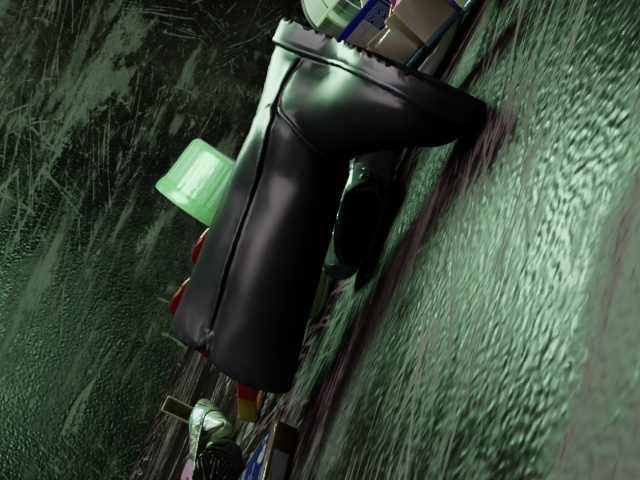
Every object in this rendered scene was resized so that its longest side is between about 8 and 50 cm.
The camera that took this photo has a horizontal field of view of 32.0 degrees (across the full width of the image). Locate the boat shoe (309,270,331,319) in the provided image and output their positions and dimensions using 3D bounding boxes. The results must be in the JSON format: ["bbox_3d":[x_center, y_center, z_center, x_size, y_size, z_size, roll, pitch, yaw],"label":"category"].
[{"bbox_3d":[0.000,0.000,1.645,0.079,0.084,0.233,-131,63,-80],"label":"boat shoe"}]

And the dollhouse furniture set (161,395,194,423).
[{"bbox_3d":[-0.246,0.345,2.096,0.091,0.114,0.081,-66,12,-23],"label":"dollhouse furniture set"}]

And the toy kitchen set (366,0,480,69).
[{"bbox_3d":[0.157,-0.264,1.451,0.166,0.122,0.207,-45,0,-29],"label":"toy kitchen set"}]

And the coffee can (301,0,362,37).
[{"bbox_3d":[0.082,-0.505,2.160,0.275,0.202,0.201,166,128,-79],"label":"coffee can"}]

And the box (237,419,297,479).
[{"bbox_3d":[-0.098,0.350,1.423,0.136,0.037,0.225,-77,13,-55],"label":"box"}]

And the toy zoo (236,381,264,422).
[{"bbox_3d":[-0.091,0.155,1.714,0.293,0.030,0.192,95,-171,-59],"label":"toy zoo"}]

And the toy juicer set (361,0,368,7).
[{"bbox_3d":[0.121,-0.567,1.908,0.329,0.090,0.209,-37,69,41],"label":"toy juicer set"}]

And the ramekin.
[{"bbox_3d":[-0.210,-0.104,2.556,0.148,0.303,0.303,-57,9,2],"label":"ramekin"}]

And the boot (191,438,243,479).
[{"bbox_3d":[-0.188,0.415,1.728,0.208,0.076,0.189,116,177,-64],"label":"boot"}]

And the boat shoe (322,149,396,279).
[{"bbox_3d":[0.061,-0.057,1.487,0.081,0.079,0.227,-21,50,69],"label":"boat shoe"}]

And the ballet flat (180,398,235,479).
[{"bbox_3d":[-0.185,0.350,1.884,0.079,0.077,0.221,-37,28,33],"label":"ballet flat"}]

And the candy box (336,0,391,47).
[{"bbox_3d":[0.027,-0.207,1.731,0.317,0.122,0.268,-53,-1,-35],"label":"candy box"}]

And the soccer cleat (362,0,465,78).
[{"bbox_3d":[0.161,-0.353,1.530,0.108,0.117,0.318,-83,19,-65],"label":"soccer cleat"}]

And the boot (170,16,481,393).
[{"bbox_3d":[-0.010,-0.016,1.362,0.367,0.146,0.445,36,107,56],"label":"boot"}]

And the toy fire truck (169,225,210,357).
[{"bbox_3d":[-0.112,0.070,1.985,0.254,0.169,0.302,-33,-24,-51],"label":"toy fire truck"}]
